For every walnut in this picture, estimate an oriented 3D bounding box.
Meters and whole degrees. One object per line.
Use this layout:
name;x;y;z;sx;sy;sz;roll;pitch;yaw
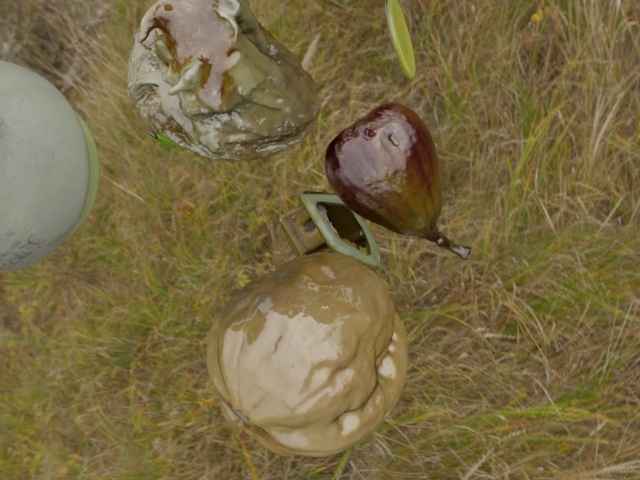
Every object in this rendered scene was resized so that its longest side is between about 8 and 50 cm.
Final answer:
walnut;-0.022;0.197;1.267;0.383;0.383;0.384;-7;68;19

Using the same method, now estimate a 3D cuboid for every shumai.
shumai;-0.120;-0.273;1.012;0.314;0.262;0.267;21;68;-12

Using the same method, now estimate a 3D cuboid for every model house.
model house;0.002;0.010;1.878;0.239;0.173;0.268;-33;85;43

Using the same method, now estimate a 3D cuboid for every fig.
fig;0.130;-0.071;1.043;0.274;0.145;0.170;50;62;-12

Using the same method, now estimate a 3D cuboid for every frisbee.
frisbee;0.217;-0.544;1.867;0.017;0.236;0.236;-13;66;19

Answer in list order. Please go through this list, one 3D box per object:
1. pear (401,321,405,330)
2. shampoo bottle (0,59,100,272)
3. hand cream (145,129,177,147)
pear;0.004;0.305;1.694;0.318;0.342;0.238;13;112;37
shampoo bottle;-0.509;-0.110;1.022;0.322;0.317;0.322;0;90;15
hand cream;-0.409;-0.263;1.806;0.036;0.122;0.023;34;95;19
